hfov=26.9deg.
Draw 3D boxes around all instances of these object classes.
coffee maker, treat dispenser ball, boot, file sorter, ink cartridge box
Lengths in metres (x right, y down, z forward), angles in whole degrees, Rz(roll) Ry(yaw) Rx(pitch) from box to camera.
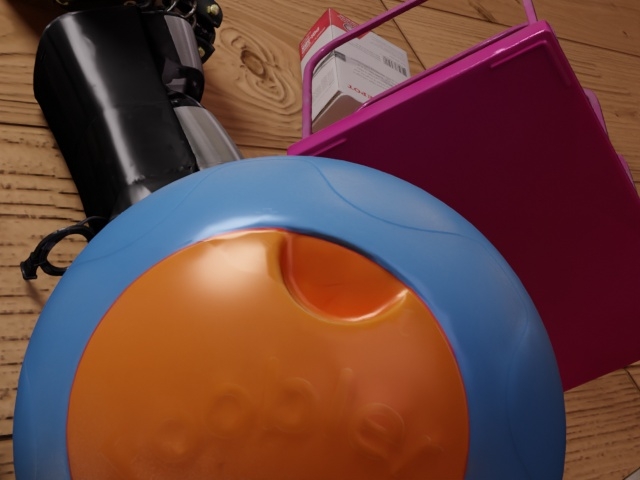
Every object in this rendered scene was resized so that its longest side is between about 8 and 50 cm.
[{"bbox_3d":[-0.138,-0.071,0.928,0.171,0.120,0.178,4,49,-45],"label":"coffee maker"},{"bbox_3d":[-0.016,0.100,0.711,0.288,0.288,0.288,29,35,-23],"label":"treat dispenser ball"},{"bbox_3d":[-0.139,-0.199,1.022,0.178,0.085,0.236,27,-6,-33],"label":"boot"},{"bbox_3d":[0.135,-0.042,1.045,0.290,0.202,0.182,55,19,-29],"label":"file sorter"},{"bbox_3d":[0.036,-0.142,1.262,0.099,0.056,0.135,27,36,-26],"label":"ink cartridge box"}]

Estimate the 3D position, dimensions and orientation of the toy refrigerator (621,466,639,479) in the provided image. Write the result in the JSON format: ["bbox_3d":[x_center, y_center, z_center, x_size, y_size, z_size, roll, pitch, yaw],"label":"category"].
[{"bbox_3d":[0.199,0.245,0.960,0.269,0.102,0.094,-14,63,-54],"label":"toy refrigerator"}]
